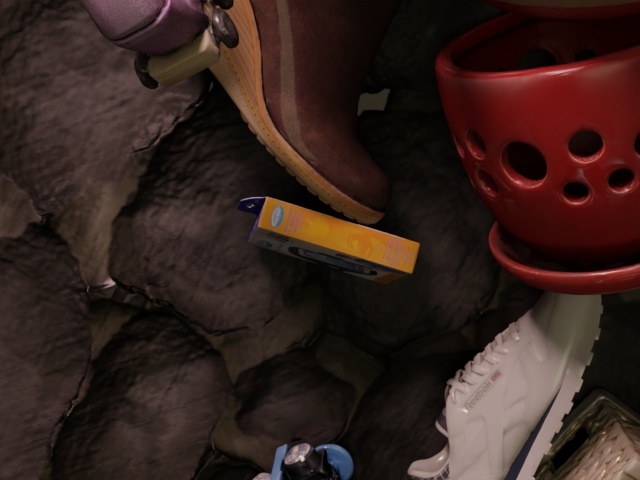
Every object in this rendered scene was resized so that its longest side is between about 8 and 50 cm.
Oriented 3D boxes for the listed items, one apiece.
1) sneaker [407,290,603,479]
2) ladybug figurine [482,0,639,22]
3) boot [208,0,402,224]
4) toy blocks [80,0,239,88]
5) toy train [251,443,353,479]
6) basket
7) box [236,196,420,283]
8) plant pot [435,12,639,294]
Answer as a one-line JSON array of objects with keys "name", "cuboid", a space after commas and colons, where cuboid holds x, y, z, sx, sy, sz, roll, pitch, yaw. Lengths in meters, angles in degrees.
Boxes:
[{"name": "sneaker", "cuboid": [0.154, 0.121, 0.730, 0.094, 0.090, 0.235, 24, 100, 11]}, {"name": "ladybug figurine", "cuboid": [0.241, -0.284, 0.521, 0.449, 0.305, 0.162, -34, 147, 12]}, {"name": "boot", "cuboid": [0.026, -0.156, 0.632, 0.207, 0.090, 0.248, -39, 101, 11]}, {"name": "toy blocks", "cuboid": [-0.046, -0.298, 0.429, 0.308, 0.289, 0.260, -24, 148, 20]}, {"name": "toy train", "cuboid": [0.003, 0.260, 0.768, 0.105, 0.080, 0.184, -28, 106, 12]}, {"name": "basket", "cuboid": [0.272, 0.228, 0.753, 0.167, 0.103, 0.113, 35, 104, -13]}, {"name": "box", "cuboid": [0.000, 0.000, 0.683, 0.136, 0.081, 0.028, 15, 79, -7]}, {"name": "plant pot", "cuboid": [0.192, -0.070, 0.617, 0.191, 0.191, 0.174, -19, 113, 4]}]
